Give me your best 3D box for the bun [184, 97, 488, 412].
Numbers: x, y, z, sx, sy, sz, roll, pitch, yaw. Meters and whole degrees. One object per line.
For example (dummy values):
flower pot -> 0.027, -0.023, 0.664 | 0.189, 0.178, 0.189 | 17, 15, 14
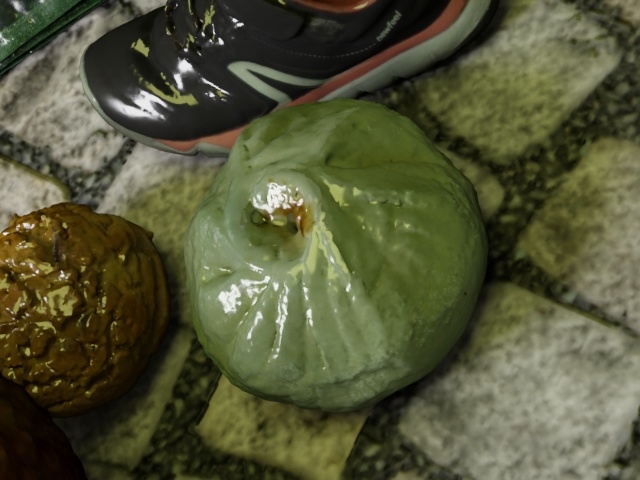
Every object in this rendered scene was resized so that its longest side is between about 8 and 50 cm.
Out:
bun -> 0.000, 0.000, 1.086 | 0.195, 0.118, 0.195 | -14, 59, 24

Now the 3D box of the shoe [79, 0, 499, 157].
shoe -> -0.035, -0.144, 1.158 | 0.291, 0.137, 0.114 | -20, 59, 20

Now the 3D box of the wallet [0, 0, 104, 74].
wallet -> -0.262, -0.240, 1.331 | 0.160, 0.055, 0.236 | -34, 78, 14

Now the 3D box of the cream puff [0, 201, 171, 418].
cream puff -> -0.165, 0.042, 1.159 | 0.126, 0.103, 0.144 | -5, 71, 24

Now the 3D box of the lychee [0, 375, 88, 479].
lychee -> -0.251, 0.181, 1.050 | 0.261, 0.260, 0.260 | -11, 62, 23
